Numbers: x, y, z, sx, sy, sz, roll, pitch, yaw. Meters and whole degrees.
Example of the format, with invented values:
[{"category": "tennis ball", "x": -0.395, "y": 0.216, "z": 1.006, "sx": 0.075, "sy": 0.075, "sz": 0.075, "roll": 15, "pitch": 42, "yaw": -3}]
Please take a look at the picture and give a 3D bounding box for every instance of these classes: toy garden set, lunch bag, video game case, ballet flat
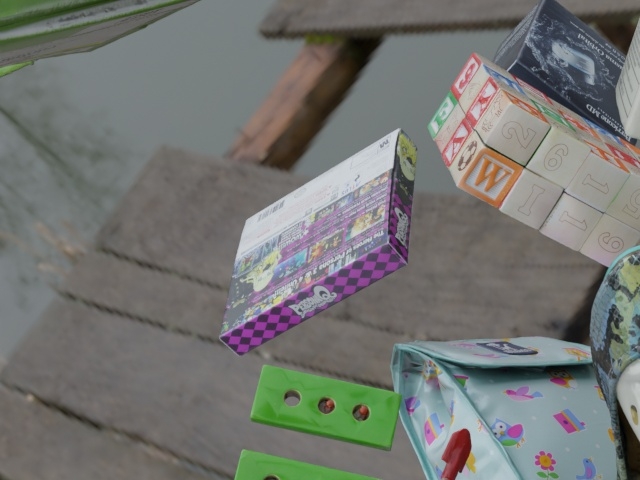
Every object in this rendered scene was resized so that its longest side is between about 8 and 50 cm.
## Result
[{"category": "toy garden set", "x": 0.029, "y": 0.232, "z": 1.080, "sx": 0.049, "sy": 0.203, "sz": 0.244, "roll": 92, "pitch": -170, "yaw": -66}, {"category": "lunch bag", "x": 0.216, "y": 0.198, "z": 1.589, "sx": 0.262, "sy": 0.223, "sz": 0.160, "roll": 61, "pitch": 140, "yaw": 38}, {"category": "video game case", "x": 0.000, "y": 0.000, "z": 1.616, "sx": 0.232, "sy": 0.042, "sz": 0.210, "roll": -30, "pitch": 29, "yaw": 26}, {"category": "ballet flat", "x": 0.159, "y": 0.084, "z": 0.655, "sx": 0.070, "sy": 0.188, "sz": 0.070, "roll": -11, "pitch": 43, "yaw": 11}]

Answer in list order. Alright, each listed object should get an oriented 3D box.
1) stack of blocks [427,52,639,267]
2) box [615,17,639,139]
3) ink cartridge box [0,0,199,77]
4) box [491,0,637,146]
[{"category": "stack of blocks", "x": 0.256, "y": -0.046, "z": 1.370, "sx": 0.087, "sy": 0.297, "sz": 0.171, "roll": -58, "pitch": 16, "yaw": 16}, {"category": "box", "x": 0.315, "y": -0.217, "z": 1.042, "sx": 0.148, "sy": 0.121, "sz": 0.311, "roll": -67, "pitch": -6, "yaw": -68}, {"category": "ink cartridge box", "x": -0.142, "y": -0.144, "z": 0.498, "sx": 0.097, "sy": 0.189, "sz": 0.255, "roll": -20, "pitch": 6, "yaw": -29}, {"category": "box", "x": 0.256, "y": -0.151, "z": 1.564, "sx": 0.093, "sy": 0.156, "sz": 0.158, "roll": -49, "pitch": 8, "yaw": 40}]
